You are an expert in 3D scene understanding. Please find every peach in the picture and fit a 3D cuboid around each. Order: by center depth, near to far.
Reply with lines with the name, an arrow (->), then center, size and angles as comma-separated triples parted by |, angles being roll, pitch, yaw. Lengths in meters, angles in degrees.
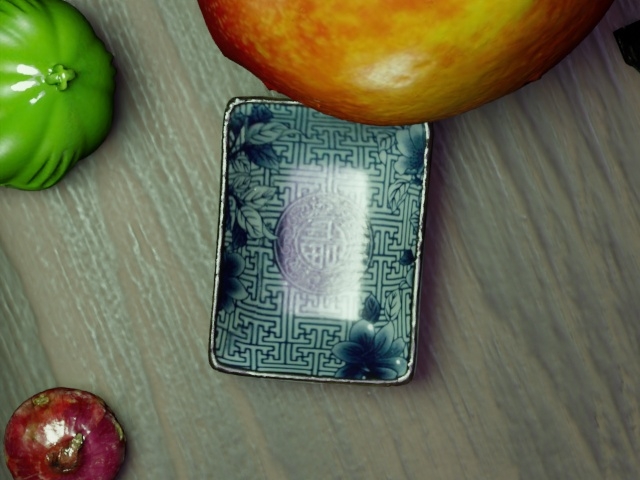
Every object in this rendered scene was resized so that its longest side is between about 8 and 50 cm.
peach -> 0.067, -0.267, 1.261 | 0.388, 0.388, 0.388 | 0, 91, 0

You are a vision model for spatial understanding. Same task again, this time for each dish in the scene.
dish -> 0.000, 0.000, 1.398 | 0.182, 0.080, 0.243 | 4, 93, 0

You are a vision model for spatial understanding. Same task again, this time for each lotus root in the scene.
lotus root -> -0.239, -0.129, 1.324 | 0.186, 0.186, 0.186 | 0, 91, 0

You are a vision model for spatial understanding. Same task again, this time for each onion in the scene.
onion -> -0.223, 0.180, 1.393 | 0.107, 0.097, 0.107 | 1, 85, -11

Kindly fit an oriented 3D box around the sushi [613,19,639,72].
sushi -> 0.366, -0.136, 1.359 | 0.153, 0.150, 0.172 | -22, 91, 0
